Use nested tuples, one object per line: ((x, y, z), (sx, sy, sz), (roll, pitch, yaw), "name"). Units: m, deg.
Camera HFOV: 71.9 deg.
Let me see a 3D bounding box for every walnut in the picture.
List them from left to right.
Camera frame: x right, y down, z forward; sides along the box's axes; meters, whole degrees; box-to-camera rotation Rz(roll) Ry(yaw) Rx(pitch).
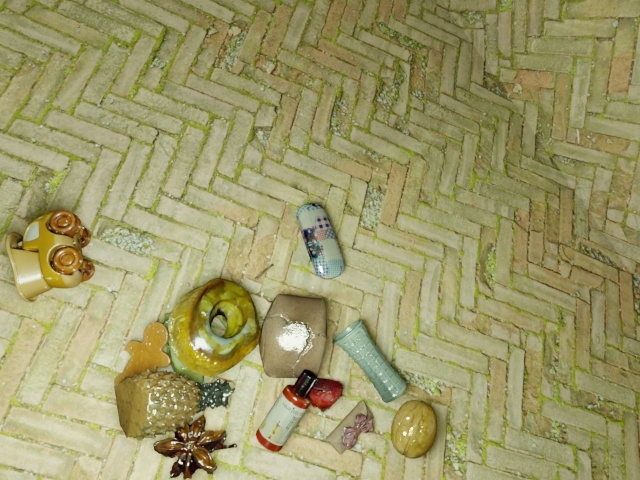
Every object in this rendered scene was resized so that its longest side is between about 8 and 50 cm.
((0.342, 0.684, 1.607), (0.159, 0.159, 0.206), (27, 67, -5), "walnut")

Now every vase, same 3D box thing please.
((0.191, 0.457, 1.656), (0.143, 0.143, 0.298), (-37, 86, -24), "vase")

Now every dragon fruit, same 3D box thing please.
((0.007, 0.562, 1.571), (0.153, 0.153, 0.110), (2, 88, -15), "dragon fruit")

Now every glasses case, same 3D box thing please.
((0.000, 0.000, 1.793), (0.125, 0.076, 0.327), (-15, 76, -19), "glasses case")
((0.123, 0.685, 1.588), (0.194, 0.070, 0.102), (-39, 86, -24), "glasses case")

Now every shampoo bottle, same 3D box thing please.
((-0.104, 0.564, 1.490), (0.104, 0.104, 0.278), (32, 91, -3), "shampoo bottle")

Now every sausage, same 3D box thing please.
((-0.219, 0.123, 1.721), (0.100, 0.015, 0.015), (-40, 86, -24), "sausage")

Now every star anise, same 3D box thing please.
((-0.411, 0.668, 1.408), (0.220, 0.125, 0.190), (30, 34, 20), "star anise")

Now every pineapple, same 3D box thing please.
((-0.444, 0.504, 1.399), (0.362, 0.202, 0.201), (11, 64, -48), "pineapple")

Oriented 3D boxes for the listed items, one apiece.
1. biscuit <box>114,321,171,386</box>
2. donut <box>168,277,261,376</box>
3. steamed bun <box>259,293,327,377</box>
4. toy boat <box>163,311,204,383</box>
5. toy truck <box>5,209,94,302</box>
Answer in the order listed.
((-0.574, 0.392, 1.467), (0.166, 0.036, 0.249), (18, 84, 9), "biscuit")
((-0.342, 0.288, 1.504), (0.330, 0.160, 0.329), (27, 48, -35), "donut")
((-0.086, 0.340, 1.580), (0.252, 0.199, 0.300), (10, 69, -12), "steamed bun")
((-0.471, 0.371, 1.524), (0.111, 0.084, 0.276), (-11, 73, -21), "toy boat")
((-0.881, 0.046, 1.457), (0.212, 0.204, 0.287), (-11, 76, -17), "toy truck")
